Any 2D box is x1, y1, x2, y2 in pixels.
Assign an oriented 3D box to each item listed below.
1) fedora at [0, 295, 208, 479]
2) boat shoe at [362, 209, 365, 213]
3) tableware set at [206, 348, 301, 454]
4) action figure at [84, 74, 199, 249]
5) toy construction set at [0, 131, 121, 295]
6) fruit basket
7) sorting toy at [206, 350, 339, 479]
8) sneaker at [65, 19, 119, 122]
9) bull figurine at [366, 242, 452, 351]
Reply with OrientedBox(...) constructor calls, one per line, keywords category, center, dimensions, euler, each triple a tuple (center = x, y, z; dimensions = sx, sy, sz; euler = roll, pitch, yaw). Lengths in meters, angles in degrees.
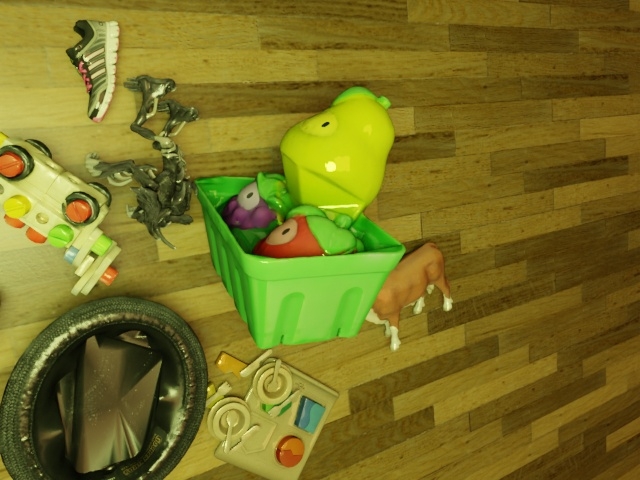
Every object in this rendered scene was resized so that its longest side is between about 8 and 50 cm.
OrientedBox(category="fedora", center=(-0.352, 0.251, 0.845), dimensions=(0.333, 0.152, 0.335), euler=(-2, 93, -31))
OrientedBox(category="boat shoe", center=(0.000, 0.000, 1.057), dimensions=(0.098, 0.096, 0.277), euler=(16, 108, -42))
OrientedBox(category="tableware set", center=(-0.133, 0.320, 1.008), dimensions=(0.194, 0.039, 0.128), euler=(-37, 107, -18))
OrientedBox(category="action figure", center=(-0.278, -0.118, 0.838), dimensions=(0.164, 0.140, 0.276), euler=(38, 48, -61))
OrientedBox(category="toy construction set", center=(-0.434, -0.031, 0.750), dimensions=(0.327, 0.151, 0.215), euler=(33, 105, -30))
OrientedBox(category="fruit basket", center=(-0.031, -0.067, 0.821), dimensions=(0.282, 0.392, 0.393), euler=(-2, 97, -25))
OrientedBox(category="sorting toy", center=(-0.116, 0.364, 1.058), dimensions=(0.307, 0.041, 0.229), euler=(36, 78, -28))
OrientedBox(category="sneaker", center=(-0.372, -0.278, 0.826), dimensions=(0.074, 0.063, 0.171), euler=(5, 88, -31))
OrientedBox(category="bull figurine", center=(0.173, 0.125, 1.165), dimensions=(0.310, 0.101, 0.189), euler=(-28, 112, -22))
